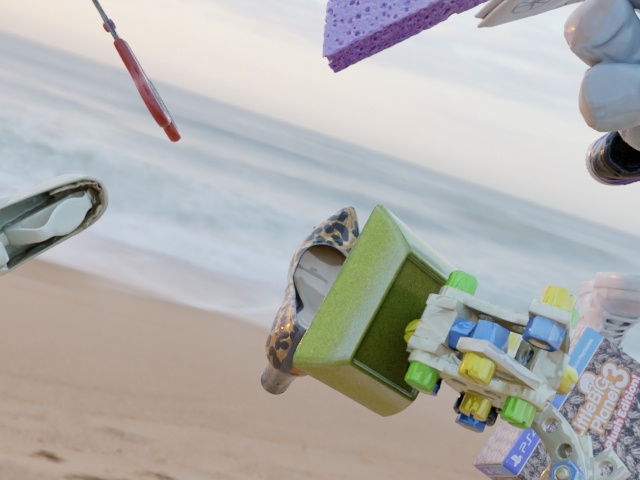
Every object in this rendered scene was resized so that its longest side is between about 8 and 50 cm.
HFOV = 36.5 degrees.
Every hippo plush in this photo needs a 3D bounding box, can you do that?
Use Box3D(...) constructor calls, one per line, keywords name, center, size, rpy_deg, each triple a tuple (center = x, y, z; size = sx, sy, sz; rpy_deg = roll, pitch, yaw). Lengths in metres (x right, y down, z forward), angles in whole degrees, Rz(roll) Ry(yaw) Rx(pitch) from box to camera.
Box3D(name="hippo plush", center=(0.443, -0.201, 1.120), size=(0.294, 0.234, 0.236), rpy_deg=(9, -7, 26))

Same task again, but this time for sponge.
Box3D(name="sponge", center=(0.099, -0.274, 1.092), size=(0.210, 0.117, 0.031), rpy_deg=(-21, -48, 24))

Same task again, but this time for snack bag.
Box3D(name="snack bag", center=(0.467, -0.461, 1.636), size=(0.342, 0.037, 0.323), rpy_deg=(-17, -4, -14))

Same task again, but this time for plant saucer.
Box3D(name="plant saucer", center=(0.081, 0.086, 1.026), size=(0.045, 0.188, 0.188), rpy_deg=(22, -10, 44))

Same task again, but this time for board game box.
Box3D(name="board game box", center=(0.406, 0.302, 1.349), size=(0.291, 0.232, 0.141), rpy_deg=(35, -15, 2))

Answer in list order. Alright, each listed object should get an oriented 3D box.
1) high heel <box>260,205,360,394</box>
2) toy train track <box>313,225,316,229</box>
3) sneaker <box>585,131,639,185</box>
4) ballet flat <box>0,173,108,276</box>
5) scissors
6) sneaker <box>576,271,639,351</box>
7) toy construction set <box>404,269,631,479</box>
Box3D(name="high heel", center=(0.008, 0.046, 1.114), size=(0.093, 0.261, 0.186), rpy_deg=(24, -23, -2))
Box3D(name="toy train track", center=(0.000, 0.000, 1.683), size=(0.014, 0.048, 0.083), rpy_deg=(-27, -8, -27))
Box3D(name="sneaker", center=(0.523, -0.156, 1.369), size=(0.293, 0.102, 0.146), rpy_deg=(-25, -6, 12))
Box3D(name="ballet flat", center=(-0.314, -0.004, 0.960), size=(0.086, 0.086, 0.248), rpy_deg=(22, 41, 35))
Box3D(name="scissors", center=(-0.264, -0.259, 1.255), size=(0.297, 0.021, 0.109), rpy_deg=(59, 1, 3))
Box3D(name="sneaker", center=(0.448, 0.139, 1.469), size=(0.108, 0.169, 0.292), rpy_deg=(10, -8, 6))
Box3D(name="toy construction set", center=(0.199, 0.151, 0.958), size=(0.215, 0.151, 0.328), rpy_deg=(8, -38, 44))
